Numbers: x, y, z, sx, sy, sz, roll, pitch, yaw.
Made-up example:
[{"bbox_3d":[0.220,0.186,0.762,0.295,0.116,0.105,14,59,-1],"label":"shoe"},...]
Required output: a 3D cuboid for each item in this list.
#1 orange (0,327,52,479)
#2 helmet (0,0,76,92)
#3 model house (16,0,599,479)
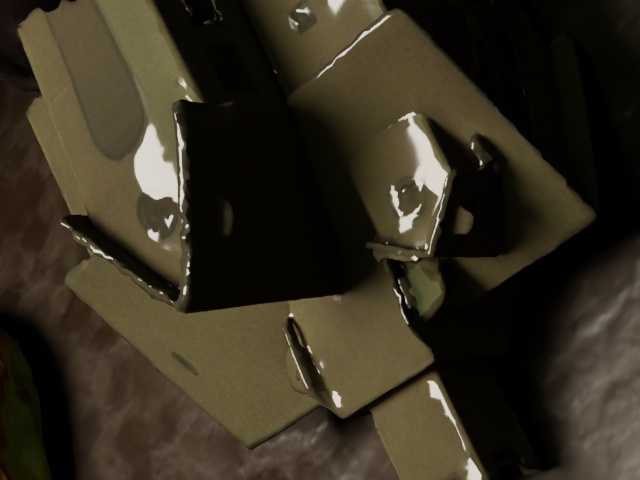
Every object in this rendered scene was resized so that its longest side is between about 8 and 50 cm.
[{"bbox_3d":[-0.281,0.194,0.948,0.262,0.196,0.334,16,97,61],"label":"orange"},{"bbox_3d":[-0.249,-0.161,0.892,0.225,0.305,0.177,-141,48,-73],"label":"helmet"},{"bbox_3d":[0.000,0.000,0.695,0.211,0.204,0.243,-37,71,34],"label":"model house"}]
